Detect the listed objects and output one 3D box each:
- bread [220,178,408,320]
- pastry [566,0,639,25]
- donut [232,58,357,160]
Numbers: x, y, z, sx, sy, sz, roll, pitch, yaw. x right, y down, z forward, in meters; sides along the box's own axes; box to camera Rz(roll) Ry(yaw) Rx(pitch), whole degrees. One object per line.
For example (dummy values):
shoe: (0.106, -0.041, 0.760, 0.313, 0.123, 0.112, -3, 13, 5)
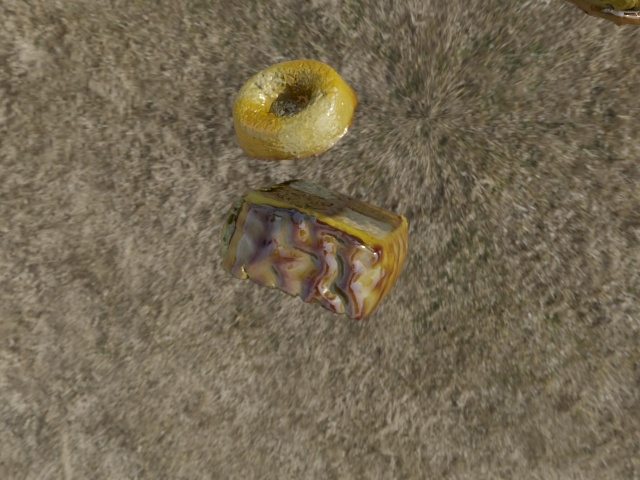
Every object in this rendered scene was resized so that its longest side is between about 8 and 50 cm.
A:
bread: (0.000, 0.000, 0.924, 0.182, 0.222, 0.096, 21, 103, 9)
pastry: (0.150, -0.153, 0.423, 0.109, 0.097, 0.057, 29, 144, -7)
donut: (-0.043, -0.183, 1.186, 0.179, 0.162, 0.065, -6, 142, 18)
